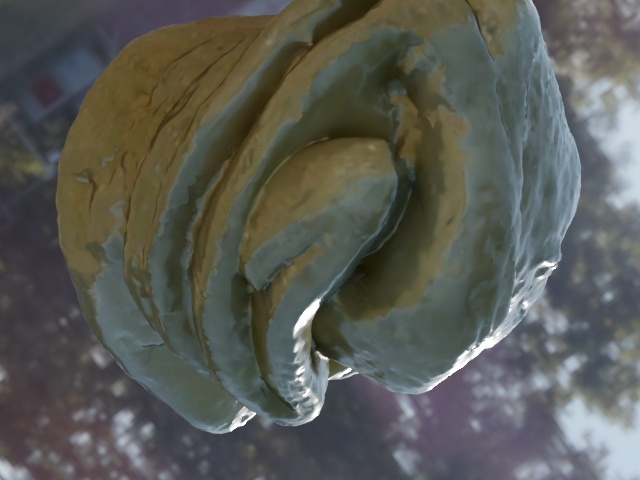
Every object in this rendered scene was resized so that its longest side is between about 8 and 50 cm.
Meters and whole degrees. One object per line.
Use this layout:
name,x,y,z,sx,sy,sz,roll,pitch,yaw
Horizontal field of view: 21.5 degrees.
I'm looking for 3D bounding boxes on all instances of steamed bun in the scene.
steamed bun,0.000,-0.003,1.080,0.372,0.325,0.230,-23,-127,32
